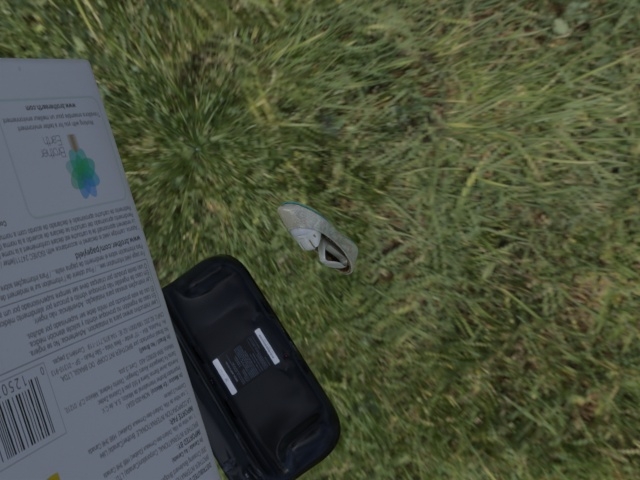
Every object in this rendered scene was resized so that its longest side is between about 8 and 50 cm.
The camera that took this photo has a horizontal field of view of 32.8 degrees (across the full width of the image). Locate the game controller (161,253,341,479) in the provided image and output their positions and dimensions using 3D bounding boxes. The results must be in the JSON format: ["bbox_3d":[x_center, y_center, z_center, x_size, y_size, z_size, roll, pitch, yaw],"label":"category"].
[{"bbox_3d":[-0.109,0.172,1.424,0.166,0.067,0.319,-33,70,-2],"label":"game controller"}]

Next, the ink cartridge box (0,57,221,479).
[{"bbox_3d":[-0.197,0.102,0.624,0.151,0.270,0.395,-18,92,20],"label":"ink cartridge box"}]

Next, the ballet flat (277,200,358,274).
[{"bbox_3d":[0.000,0.000,1.569,0.168,0.057,0.052,33,53,-40],"label":"ballet flat"}]
